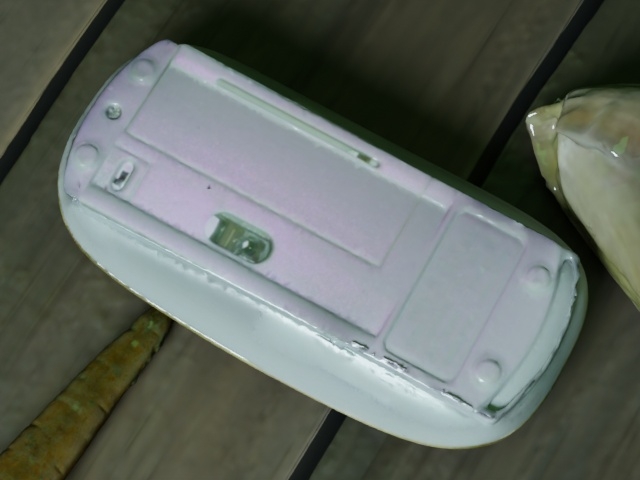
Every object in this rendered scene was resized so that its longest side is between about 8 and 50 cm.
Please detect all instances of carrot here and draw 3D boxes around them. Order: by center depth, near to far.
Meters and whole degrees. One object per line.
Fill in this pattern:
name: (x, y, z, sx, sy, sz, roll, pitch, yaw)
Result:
carrot: (-0.143, 0.120, 0.698, 0.049, 0.049, 0.254, 35, 70, 11)

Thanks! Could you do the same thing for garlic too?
garlic: (0.180, -0.004, 0.723, 0.101, 0.087, 0.195, -33, 76, 2)

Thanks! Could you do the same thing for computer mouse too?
computer mouse: (0.000, 0.000, 0.731, 0.245, 0.056, 0.126, 28, 70, 6)
